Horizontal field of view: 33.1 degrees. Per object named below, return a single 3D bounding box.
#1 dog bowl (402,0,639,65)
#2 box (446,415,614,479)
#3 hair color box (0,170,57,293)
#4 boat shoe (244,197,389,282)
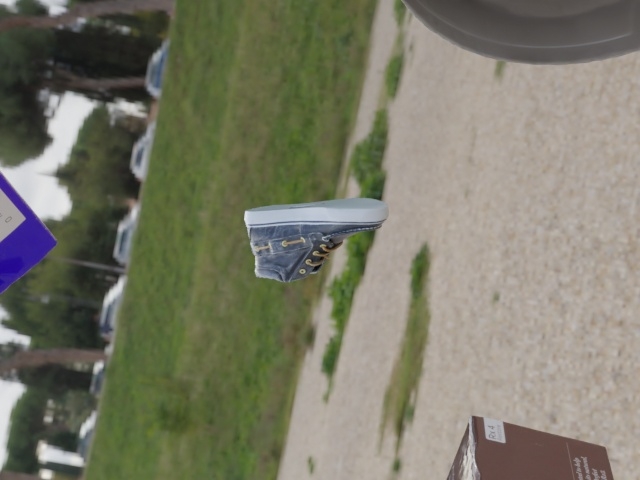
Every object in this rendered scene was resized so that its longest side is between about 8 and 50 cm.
[{"bbox_3d":[0.181,-0.268,0.638,0.348,0.349,0.102,104,154,-48],"label":"dog bowl"},{"bbox_3d":[0.222,0.340,1.212,0.168,0.167,0.203,-80,5,-62],"label":"box"},{"bbox_3d":[-0.339,-0.101,0.737,0.110,0.339,0.185,-40,-38,-12],"label":"hair color box"},{"bbox_3d":[0.000,0.000,1.195,0.065,0.183,0.083,-20,-75,-54],"label":"boat shoe"}]
